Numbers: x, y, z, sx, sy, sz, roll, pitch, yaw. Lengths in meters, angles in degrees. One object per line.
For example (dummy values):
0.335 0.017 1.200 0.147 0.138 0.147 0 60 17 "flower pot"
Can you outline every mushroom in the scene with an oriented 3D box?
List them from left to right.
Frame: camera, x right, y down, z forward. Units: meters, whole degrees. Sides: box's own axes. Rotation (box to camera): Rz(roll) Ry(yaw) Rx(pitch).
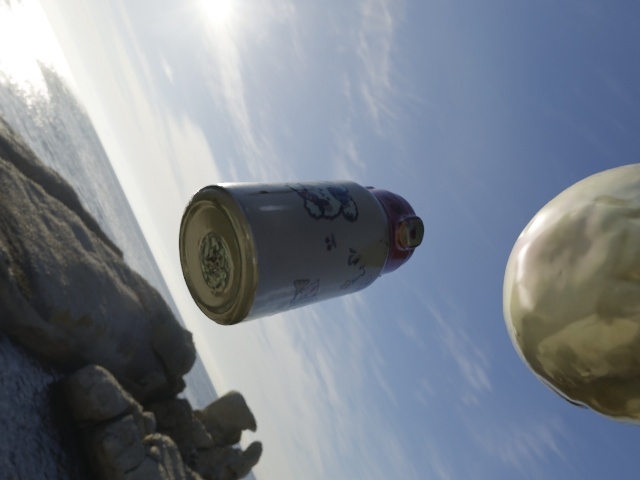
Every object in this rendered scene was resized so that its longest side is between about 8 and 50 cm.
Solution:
0.397 0.039 0.578 0.315 0.355 0.315 52 -14 19 "mushroom"

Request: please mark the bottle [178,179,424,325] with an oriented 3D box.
0.000 0.000 0.430 0.109 0.233 0.110 9 -78 46 "bottle"
